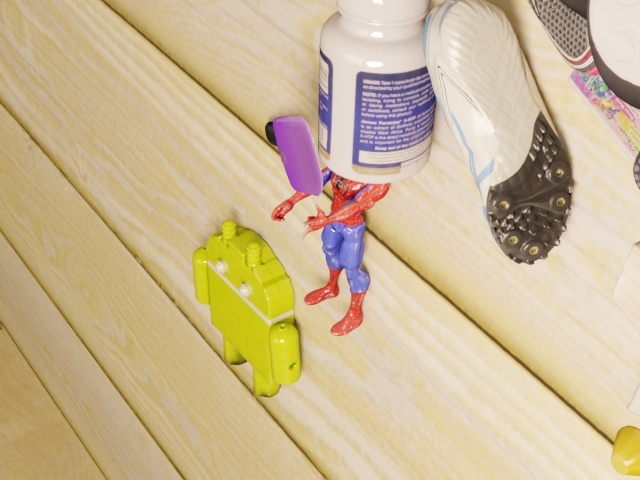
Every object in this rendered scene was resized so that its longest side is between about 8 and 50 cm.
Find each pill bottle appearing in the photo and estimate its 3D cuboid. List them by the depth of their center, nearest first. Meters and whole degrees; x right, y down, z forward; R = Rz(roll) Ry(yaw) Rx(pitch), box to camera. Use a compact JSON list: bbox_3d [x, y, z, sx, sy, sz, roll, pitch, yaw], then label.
[{"bbox_3d":[0.054,-0.157,0.937,0.112,0.112,0.187,41,143,39],"label":"pill bottle"}]

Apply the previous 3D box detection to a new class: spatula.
[{"bbox_3d":[-0.036,-0.105,1.118,0.296,0.030,0.084,-124,18,-76],"label":"spatula"}]

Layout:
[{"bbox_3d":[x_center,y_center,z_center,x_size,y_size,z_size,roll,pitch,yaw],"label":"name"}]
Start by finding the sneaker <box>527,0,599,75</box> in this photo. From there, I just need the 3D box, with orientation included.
[{"bbox_3d":[0.136,-0.251,0.723,0.299,0.112,0.121,65,152,6],"label":"sneaker"}]

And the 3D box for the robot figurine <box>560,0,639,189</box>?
[{"bbox_3d":[0.262,-0.126,0.549,0.278,0.173,0.209,35,141,44],"label":"robot figurine"}]

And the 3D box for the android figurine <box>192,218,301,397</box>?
[{"bbox_3d":[-0.104,0.094,1.451,0.248,0.056,0.273,42,145,38],"label":"android figurine"}]

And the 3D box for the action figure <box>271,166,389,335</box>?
[{"bbox_3d":[0.000,0.000,1.127,0.091,0.139,0.280,45,142,33],"label":"action figure"}]

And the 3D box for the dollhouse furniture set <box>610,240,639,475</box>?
[{"bbox_3d":[0.305,0.145,0.642,0.286,0.198,0.303,45,145,34],"label":"dollhouse furniture set"}]

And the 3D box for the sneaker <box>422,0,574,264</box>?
[{"bbox_3d":[0.151,-0.094,0.867,0.086,0.085,0.237,-120,9,-77],"label":"sneaker"}]

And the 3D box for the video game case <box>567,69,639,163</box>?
[{"bbox_3d":[0.260,-0.103,0.725,0.157,0.019,0.143,56,150,17],"label":"video game case"}]
